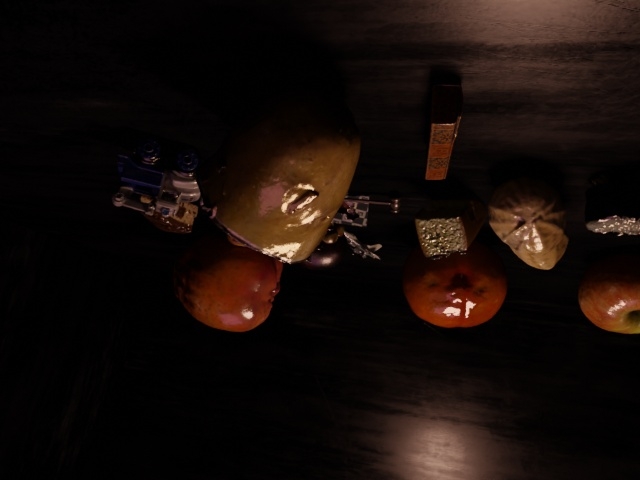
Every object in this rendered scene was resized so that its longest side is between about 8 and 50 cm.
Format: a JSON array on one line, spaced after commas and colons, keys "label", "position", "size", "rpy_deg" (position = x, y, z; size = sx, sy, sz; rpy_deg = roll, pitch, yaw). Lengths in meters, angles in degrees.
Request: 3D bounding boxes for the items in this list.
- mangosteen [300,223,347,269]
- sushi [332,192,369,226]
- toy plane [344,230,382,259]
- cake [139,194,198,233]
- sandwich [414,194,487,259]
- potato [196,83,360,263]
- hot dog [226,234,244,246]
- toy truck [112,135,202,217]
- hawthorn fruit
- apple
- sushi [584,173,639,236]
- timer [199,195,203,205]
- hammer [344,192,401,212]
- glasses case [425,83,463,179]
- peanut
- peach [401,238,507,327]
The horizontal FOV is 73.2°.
[{"label": "mangosteen", "position": [0.000, 0.000, 1.486], "size": [0.195, 0.194, 0.230], "rpy_deg": [8, 139, 3]}, {"label": "sushi", "position": [0.045, -0.108, 1.288], "size": [0.201, 0.031, 0.139], "rpy_deg": [8, 141, 8]}, {"label": "toy plane", "position": [0.145, 0.024, 1.666], "size": [0.234, 0.082, 0.160], "rpy_deg": [20, -172, -38]}, {"label": "cake", "position": [-0.555, -0.109, 1.474], "size": [0.135, 0.112, 0.246], "rpy_deg": [3, 165, 28]}, {"label": "sandwich", "position": [0.360, -0.057, 1.153], "size": [0.122, 0.128, 0.236], "rpy_deg": [-3, -155, 38]}, {"label": "potato", "position": [-0.018, -0.142, 0.839], "size": [0.296, 0.289, 0.397], "rpy_deg": [-37, 162, 31]}, {"label": "hot dog", "position": [-0.203, -0.022, 1.644], "size": [0.338, 0.100, 0.135], "rpy_deg": [9, 157, -7]}, {"label": "toy truck", "position": [-0.410, -0.151, 1.102], "size": [0.214, 0.176, 0.161], "rpy_deg": [14, 163, -19]}, {"label": "hawthorn fruit", "position": [-0.390, 0.169, 1.806], "size": [0.473, 0.470, 0.471], "rpy_deg": [8, 166, 2]}, {"label": "apple", "position": [1.008, 0.157, 1.411], "size": [0.278, 0.249, 0.309], "rpy_deg": [29, 138, -17]}, {"label": "sushi", "position": [0.688, -0.070, 0.922], "size": [0.213, 0.114, 0.147], "rpy_deg": [2, 161, 28]}, {"label": "timer", "position": [-0.220, -0.111, 1.324], "size": [0.237, 0.086, 0.262], "rpy_deg": [-2, 162, 34]}, {"label": "hammer", "position": [0.080, -0.117, 1.223], "size": [0.293, 0.029, 0.058], "rpy_deg": [6, 139, 13]}, {"label": "glasses case", "position": [0.224, -0.190, 0.794], "size": [0.049, 0.075, 0.218], "rpy_deg": [2, 164, 12]}, {"label": "peanut", "position": [0.509, -0.043, 1.041], "size": [0.174, 0.158, 0.340], "rpy_deg": [45, -167, 33]}, {"label": "peach", "position": [0.444, 0.136, 1.451], "size": [0.344, 0.341, 0.301], "rpy_deg": [7, -177, 4]}]
